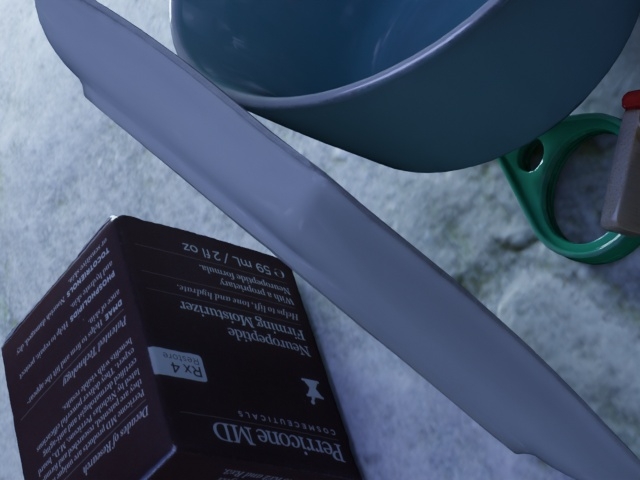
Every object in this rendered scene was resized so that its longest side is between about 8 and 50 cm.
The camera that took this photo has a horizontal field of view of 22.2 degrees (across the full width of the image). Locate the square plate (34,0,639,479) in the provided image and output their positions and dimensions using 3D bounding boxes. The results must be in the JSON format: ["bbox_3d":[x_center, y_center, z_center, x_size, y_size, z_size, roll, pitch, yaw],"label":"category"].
[{"bbox_3d":[0.000,0.000,0.945,0.049,0.347,0.344,-50,40,-1],"label":"square plate"}]

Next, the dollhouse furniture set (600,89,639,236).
[{"bbox_3d":[0.326,-0.063,0.694,0.374,0.201,0.152,-2,76,57],"label":"dollhouse furniture set"}]

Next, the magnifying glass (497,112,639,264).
[{"bbox_3d":[0.133,-0.058,1.056,0.231,0.026,0.092,37,107,51],"label":"magnifying glass"}]

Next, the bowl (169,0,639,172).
[{"bbox_3d":[0.076,-0.164,1.010,0.311,0.163,0.311,-23,45,25],"label":"bowl"}]

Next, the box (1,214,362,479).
[{"bbox_3d":[-0.105,0.122,1.169,0.167,0.168,0.203,-45,47,31],"label":"box"}]
